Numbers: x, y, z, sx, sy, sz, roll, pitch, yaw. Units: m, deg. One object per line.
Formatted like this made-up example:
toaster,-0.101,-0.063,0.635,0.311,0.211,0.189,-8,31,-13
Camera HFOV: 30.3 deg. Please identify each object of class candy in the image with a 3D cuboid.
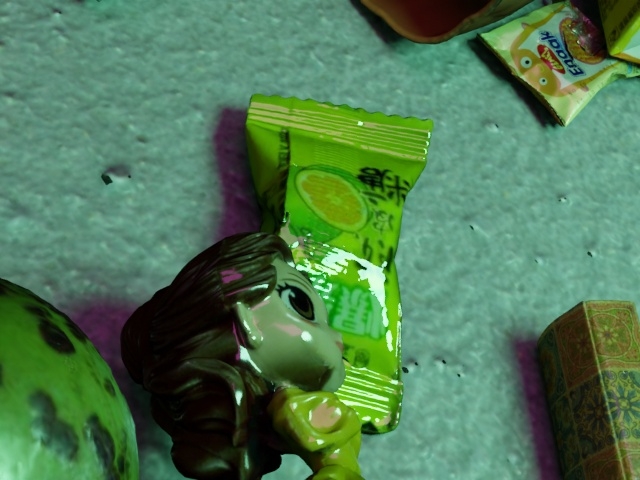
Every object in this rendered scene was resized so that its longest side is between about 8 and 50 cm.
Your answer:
candy,0.000,0.000,0.808,0.149,0.069,0.246,16,56,-12

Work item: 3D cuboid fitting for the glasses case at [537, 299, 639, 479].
glasses case,0.192,0.152,0.775,0.049,0.075,0.218,3,59,-14

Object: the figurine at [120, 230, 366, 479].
figurine,-0.009,0.120,0.614,0.187,0.168,0.315,23,33,-37

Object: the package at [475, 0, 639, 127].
package,0.203,-0.156,0.999,0.121,0.031,0.108,-33,74,-32

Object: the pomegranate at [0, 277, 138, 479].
pomegranate,-0.192,0.161,0.546,0.242,0.242,0.306,-6,71,-23

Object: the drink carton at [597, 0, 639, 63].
drink carton,0.319,-0.307,1.067,0.155,0.111,0.351,13,52,-18

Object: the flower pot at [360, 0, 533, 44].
flower pot,0.135,-0.267,0.961,0.173,0.190,0.190,-21,67,-40
